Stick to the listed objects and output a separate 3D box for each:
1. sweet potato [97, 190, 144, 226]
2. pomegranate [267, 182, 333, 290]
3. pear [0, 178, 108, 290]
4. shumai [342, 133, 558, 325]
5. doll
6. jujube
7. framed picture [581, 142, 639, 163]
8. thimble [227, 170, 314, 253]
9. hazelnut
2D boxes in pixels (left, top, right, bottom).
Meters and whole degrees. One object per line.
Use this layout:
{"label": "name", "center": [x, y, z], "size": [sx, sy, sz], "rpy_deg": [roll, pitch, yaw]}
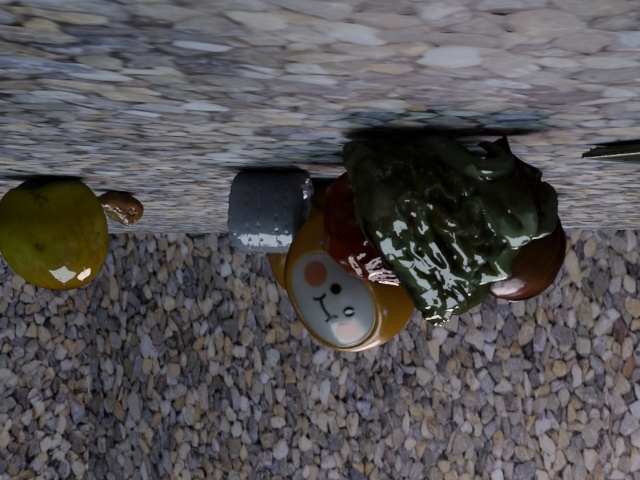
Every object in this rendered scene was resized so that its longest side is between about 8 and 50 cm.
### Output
{"label": "sweet potato", "center": [-0.387, -0.063, 2.351], "size": [0.060, 0.068, 0.206], "rpy_deg": [-17, 166, 15]}
{"label": "pomegranate", "center": [0.003, 0.005, 2.056], "size": [0.209, 0.209, 0.209], "rpy_deg": [1, 178, 0]}
{"label": "pear", "center": [-0.454, -0.014, 2.063], "size": [0.200, 0.200, 0.200], "rpy_deg": [1, 178, 0]}
{"label": "shumai", "center": [0.157, -0.043, 1.394], "size": [0.218, 0.189, 0.256], "rpy_deg": [-22, 131, 20]}
{"label": "doll", "center": [0.073, 0.042, 1.752], "size": [0.236, 0.213, 0.213], "rpy_deg": [-22, 169, 21]}
{"label": "jujube", "center": [0.127, -0.027, 1.599], "size": [0.250, 0.174, 0.174], "rpy_deg": [0, 178, -1]}
{"label": "framed picture", "center": [0.483, -0.104, 1.458], "size": [0.274, 0.017, 0.217], "rpy_deg": [2, 178, -40]}
{"label": "thimble", "center": [-0.073, -0.043, 1.854], "size": [0.118, 0.127, 0.151], "rpy_deg": [2, -177, 8]}
{"label": "hazelnut", "center": [0.370, 0.004, 2.347], "size": [0.217, 0.217, 0.251], "rpy_deg": [0, -172, 11]}
